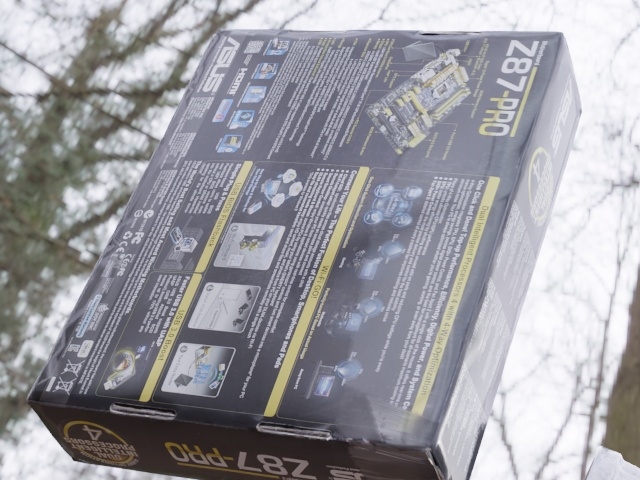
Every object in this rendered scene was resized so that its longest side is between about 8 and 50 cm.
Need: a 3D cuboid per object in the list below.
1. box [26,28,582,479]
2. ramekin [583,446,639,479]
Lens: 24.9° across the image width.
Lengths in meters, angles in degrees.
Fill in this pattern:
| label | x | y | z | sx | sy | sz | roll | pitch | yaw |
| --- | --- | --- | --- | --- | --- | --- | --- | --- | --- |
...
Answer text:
| label | x | y | z | sx | sy | sz | roll | pitch | yaw |
| --- | --- | --- | --- | --- | --- | --- | --- | --- | --- |
| box | 0.000 | 0.000 | 1.106 | 0.318 | 0.394 | 0.097 | 2 | -39 | 26 |
| ramekin | 0.251 | 0.292 | 1.245 | 0.109 | 0.207 | 0.207 | 22 | -47 | 13 |
